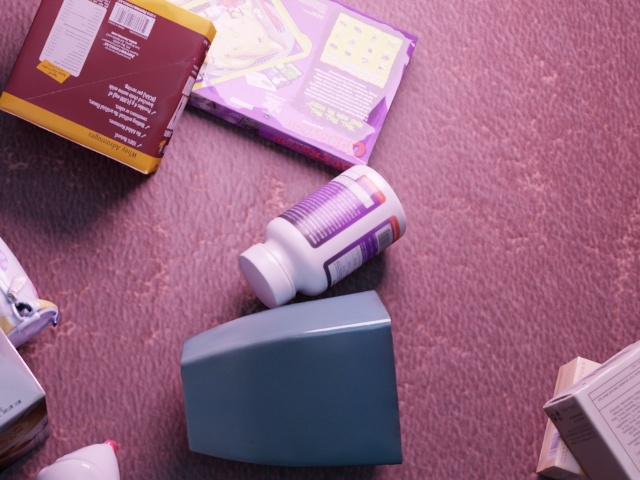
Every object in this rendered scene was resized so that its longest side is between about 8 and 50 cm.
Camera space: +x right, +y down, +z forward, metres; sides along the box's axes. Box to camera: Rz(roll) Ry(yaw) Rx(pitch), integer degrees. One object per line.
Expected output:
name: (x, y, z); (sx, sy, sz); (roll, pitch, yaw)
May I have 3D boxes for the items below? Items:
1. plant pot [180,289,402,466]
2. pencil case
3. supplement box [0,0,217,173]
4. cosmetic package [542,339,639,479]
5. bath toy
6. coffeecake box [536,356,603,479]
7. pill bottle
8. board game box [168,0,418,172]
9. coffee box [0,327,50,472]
plant pot: (-0.037, 0.164, 1.483); (0.234, 0.166, 0.166); (-6, 99, -4)
pencil case: (-0.418, 0.013, 1.491); (0.113, 0.124, 0.273); (-36, 82, -19)
supplement box: (-0.249, -0.206, 1.557); (0.191, 0.129, 0.194); (24, 93, -4)
cosmetic package: (0.418, 0.275, 1.515); (0.160, 0.113, 0.309); (-30, 83, -17)
bath toy: (-0.152, 0.335, 1.446); (0.348, 0.151, 0.129); (29, 34, 2)
coffeecake box: (0.377, 0.244, 1.611); (0.185, 0.068, 0.142); (19, 70, -6)
pill bottle: (0.000, 0.000, 1.589); (0.193, 0.108, 0.108); (-34, 82, -19)
board game box: (-0.068, -0.242, 1.685); (0.346, 0.056, 0.208); (24, 66, -3)
coffee box: (-0.370, 0.189, 1.379); (0.141, 0.246, 0.098); (-34, 81, -19)
